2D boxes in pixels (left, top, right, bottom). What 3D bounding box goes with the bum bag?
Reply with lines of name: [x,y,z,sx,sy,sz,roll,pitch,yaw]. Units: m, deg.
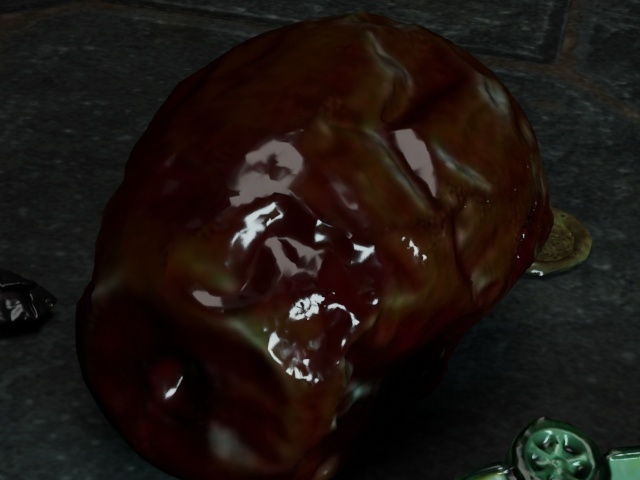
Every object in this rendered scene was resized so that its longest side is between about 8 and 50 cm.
bum bag: [-0.253,0.031,1.160,0.124,0.034,0.058,23,27,28]

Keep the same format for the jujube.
jujube: [0.001,-0.002,1.036,0.276,0.276,0.377,14,34,16]

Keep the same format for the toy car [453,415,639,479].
toy car: [0.208,0.178,0.888,0.306,0.136,0.125,-2,50,-13]

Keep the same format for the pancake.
pancake: [0.166,-0.003,1.287,0.115,0.011,0.115,2,30,-1]
